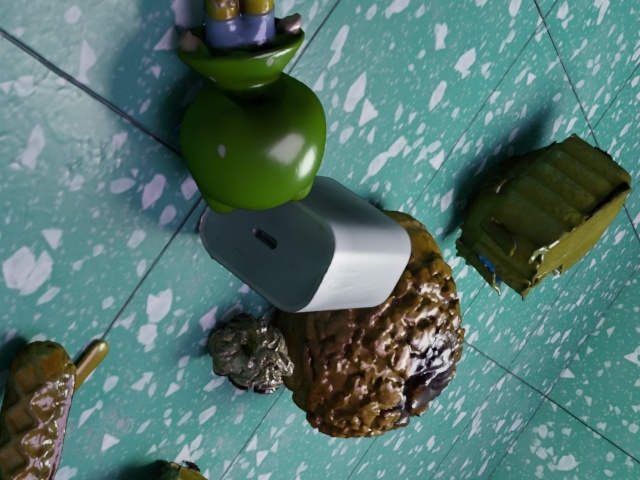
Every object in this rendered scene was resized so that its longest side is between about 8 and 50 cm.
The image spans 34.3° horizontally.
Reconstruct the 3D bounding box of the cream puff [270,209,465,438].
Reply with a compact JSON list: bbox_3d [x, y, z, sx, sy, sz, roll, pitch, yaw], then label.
[{"bbox_3d":[0.091,0.139,1.543,0.343,0.231,0.327,-57,149,3],"label":"cream puff"}]

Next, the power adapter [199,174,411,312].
[{"bbox_3d":[0.000,0.000,1.294,0.255,0.187,0.124,2,120,-59],"label":"power adapter"}]

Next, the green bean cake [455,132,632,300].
[{"bbox_3d":[0.368,-0.029,1.847,0.310,0.202,0.285,-33,157,-33],"label":"green bean cake"}]

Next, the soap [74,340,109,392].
[{"bbox_3d":[-0.279,0.153,1.213,0.089,0.012,0.034,-50,152,-9],"label":"soap"}]

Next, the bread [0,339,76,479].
[{"bbox_3d":[-0.326,0.286,1.110,0.084,0.077,0.367,9,91,-59],"label":"bread"}]

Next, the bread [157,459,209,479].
[{"bbox_3d":[-0.195,0.415,1.478,0.158,0.156,0.260,-53,152,-7],"label":"bread"}]

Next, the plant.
[{"bbox_3d":[-0.093,0.159,1.421,0.104,0.116,0.122,-38,171,-3],"label":"plant"}]

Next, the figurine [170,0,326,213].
[{"bbox_3d":[-0.075,-0.144,1.080,0.162,0.143,0.263,-14,128,-13],"label":"figurine"}]
